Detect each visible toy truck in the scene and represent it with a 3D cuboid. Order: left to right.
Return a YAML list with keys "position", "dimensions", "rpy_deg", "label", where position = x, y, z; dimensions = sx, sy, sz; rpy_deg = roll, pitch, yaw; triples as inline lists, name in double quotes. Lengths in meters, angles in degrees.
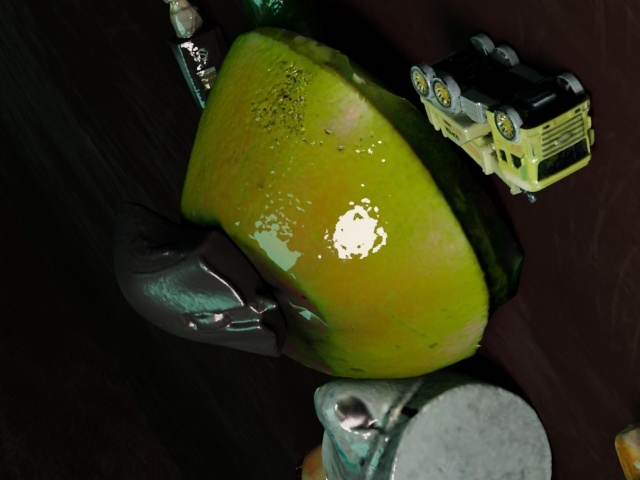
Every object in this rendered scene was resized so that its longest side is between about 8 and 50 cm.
- position: [0.146, -0.095, 1.391]
  dimensions: [0.169, 0.077, 0.100]
  rpy_deg: [34, 146, 50]
  label: "toy truck"

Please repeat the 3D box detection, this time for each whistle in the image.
- position: [0.146, 0.287, 1.798]
  dimensions: [0.405, 0.188, 0.168]
  rpy_deg: [65, 161, -16]
  label: "whistle"

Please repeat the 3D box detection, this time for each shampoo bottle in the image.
- position: [-0.132, -0.202, 1.985]
  dimensions: [0.208, 0.057, 0.063]
  rpy_deg: [69, 167, -20]
  label: "shampoo bottle"

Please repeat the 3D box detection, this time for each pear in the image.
- position: [-0.005, 0.000, 1.676]
  dimensions: [0.399, 0.165, 0.399]
  rpy_deg: [40, 159, 19]
  label: "pear"

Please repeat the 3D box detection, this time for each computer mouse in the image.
- position: [-0.130, 0.048, 1.660]
  dimensions: [0.264, 0.088, 0.147]
  rpy_deg: [12, 143, 53]
  label: "computer mouse"

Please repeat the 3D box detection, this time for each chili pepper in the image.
- position: [-0.052, -0.239, 1.715]
  dimensions: [0.108, 0.062, 0.216]
  rpy_deg: [27, 141, 59]
  label: "chili pepper"

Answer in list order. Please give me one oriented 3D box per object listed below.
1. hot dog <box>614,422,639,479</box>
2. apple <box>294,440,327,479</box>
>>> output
- position: [0.322, 0.279, 1.525]
  dimensions: [0.088, 0.061, 0.286]
  rpy_deg: [53, 166, 58]
  label: "hot dog"
- position: [0.064, 0.333, 2.119]
  dimensions: [0.188, 0.174, 0.207]
  rpy_deg: [48, 169, -35]
  label: "apple"
